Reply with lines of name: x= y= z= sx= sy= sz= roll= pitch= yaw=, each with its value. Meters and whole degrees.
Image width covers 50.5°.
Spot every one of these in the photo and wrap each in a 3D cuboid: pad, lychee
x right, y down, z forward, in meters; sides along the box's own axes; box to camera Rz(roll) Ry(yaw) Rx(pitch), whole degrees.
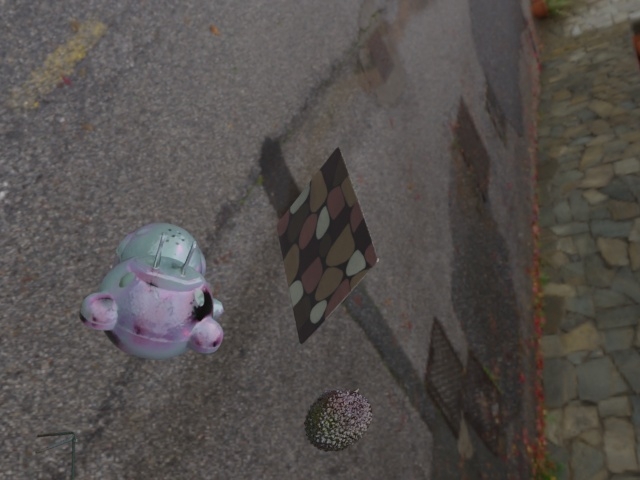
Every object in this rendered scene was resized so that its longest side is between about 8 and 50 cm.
pad: x=0.000 y=0.000 z=0.862 sx=0.003 sy=0.158 sz=0.235 roll=23 pitch=32 yaw=-29
lychee: x=0.020 y=0.192 z=0.740 sx=0.083 sy=0.068 sz=0.067 roll=-49 pitch=159 yaw=-27

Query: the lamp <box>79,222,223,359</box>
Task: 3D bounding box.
lamp: x=-0.290 y=0.074 z=1.251 sx=0.247 sy=0.248 sz=0.301 roll=20 pitch=24 yaw=-17

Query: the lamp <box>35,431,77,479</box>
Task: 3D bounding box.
lamp: x=-0.303 y=0.287 z=0.807 sx=0.041 sy=0.054 sz=0.121 roll=-92 pitch=174 yaw=-74
